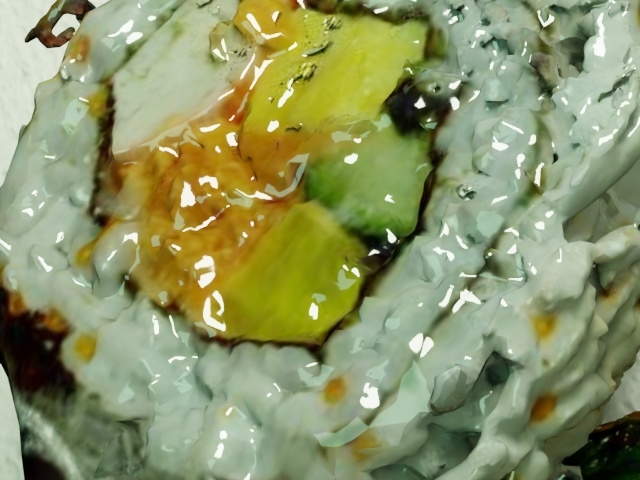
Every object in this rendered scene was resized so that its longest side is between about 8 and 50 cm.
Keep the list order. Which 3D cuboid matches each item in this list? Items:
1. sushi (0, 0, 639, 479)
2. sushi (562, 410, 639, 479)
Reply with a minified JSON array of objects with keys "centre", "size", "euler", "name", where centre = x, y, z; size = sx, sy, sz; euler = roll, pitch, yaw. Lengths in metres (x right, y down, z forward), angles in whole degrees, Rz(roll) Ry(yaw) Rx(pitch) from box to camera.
[{"centre":[0.004,-0.003,0.904],"size":[0.417,0.176,0.417],"euler":[-16,59,29],"name":"sushi"},{"centre":[0.189,0.147,0.865],"size":[0.287,0.140,0.149],"euler":[-17,75,30],"name":"sushi"}]
